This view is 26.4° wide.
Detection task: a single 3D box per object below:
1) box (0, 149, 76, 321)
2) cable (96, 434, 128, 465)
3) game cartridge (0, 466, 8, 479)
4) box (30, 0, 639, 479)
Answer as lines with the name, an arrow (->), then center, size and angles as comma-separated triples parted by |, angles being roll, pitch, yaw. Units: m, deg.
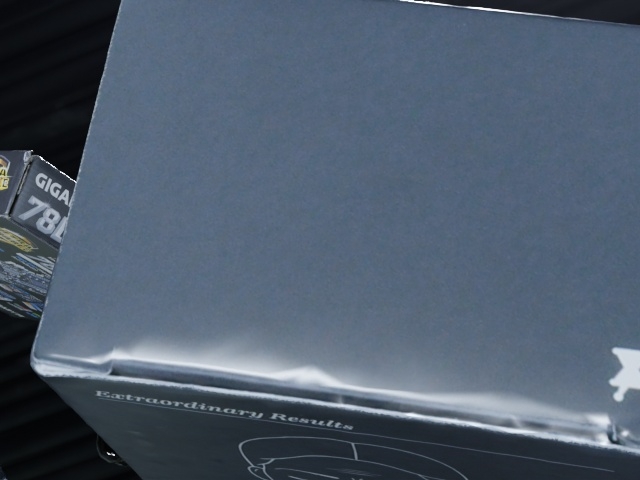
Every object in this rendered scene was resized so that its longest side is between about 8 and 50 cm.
box -> -0.283, 0.007, 1.299 | 0.295, 0.293, 0.073 | 37, 63, -47
cable -> -0.181, 0.133, 1.474 | 0.072, 0.140, 0.287 | 54, 20, -65
game cartridge -> -0.298, 0.216, 1.030 | 0.196, 0.060, 0.294 | 51, -41, 44
box -> 0.041, 0.047, 0.791 | 0.395, 0.294, 0.211 | 81, 18, -69
